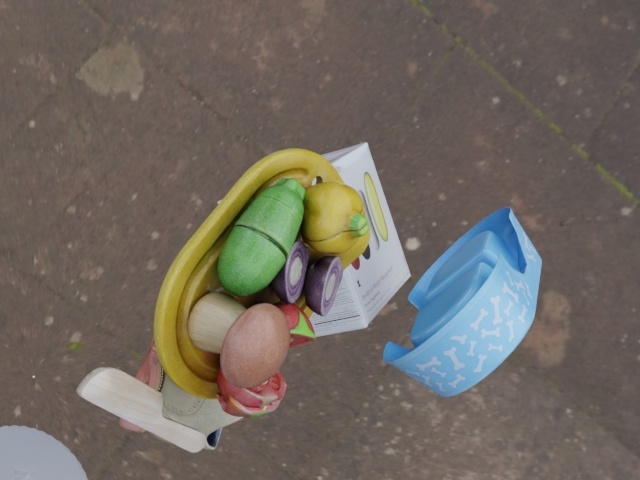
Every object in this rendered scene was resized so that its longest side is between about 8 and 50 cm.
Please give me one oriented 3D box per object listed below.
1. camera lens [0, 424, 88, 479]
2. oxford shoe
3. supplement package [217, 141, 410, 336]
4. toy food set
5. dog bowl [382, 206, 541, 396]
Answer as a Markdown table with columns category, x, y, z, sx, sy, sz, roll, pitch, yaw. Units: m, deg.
| category | x | y | z | sx | sy | sz | roll | pitch | yaw |
| --- | --- | --- | --- | --- | --- | --- | --- | --- | --- |
| camera lens | -0.459 | 0.392 | 1.127 | 0.219 | 0.274 | 0.219 | 33 | 36 | -28 |
| oxford shoe | -0.123 | 0.125 | 1.007 | 0.146 | 0.397 | 0.140 | 26 | 49 | -5 |
| supplement package | 0.000 | 0.000 | 1.138 | 0.194 | 0.149 | 0.203 | -40 | 113 | -61 |
| toy food set | -0.029 | 0.044 | 0.531 | 0.218 | 0.071 | 0.128 | -54 | 138 | -18 |
| dog bowl | 0.168 | 0.067 | 0.950 | 0.074 | 0.166 | 0.297 | 45 | 27 | -4 |
